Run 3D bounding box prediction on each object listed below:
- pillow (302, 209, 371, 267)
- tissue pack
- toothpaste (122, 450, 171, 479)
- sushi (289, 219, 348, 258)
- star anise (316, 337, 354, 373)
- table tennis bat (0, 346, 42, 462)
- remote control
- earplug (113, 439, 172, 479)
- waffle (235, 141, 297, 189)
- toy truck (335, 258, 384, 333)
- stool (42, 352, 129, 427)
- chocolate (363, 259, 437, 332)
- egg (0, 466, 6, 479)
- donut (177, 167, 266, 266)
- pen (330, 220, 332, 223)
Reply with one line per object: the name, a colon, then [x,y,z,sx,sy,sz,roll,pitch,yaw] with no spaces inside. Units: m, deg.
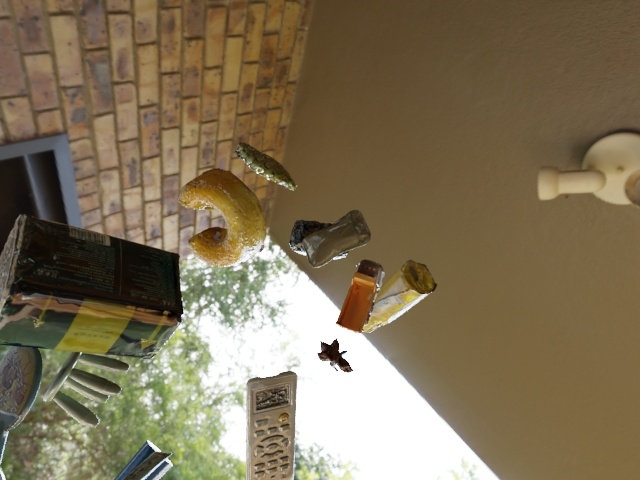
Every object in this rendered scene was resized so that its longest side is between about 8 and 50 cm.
pillow: [0.048,-0.004,1.506,0.033,0.217,0.130,43,21,-59]
tissue pack: [-0.589,0.132,1.243,0.253,0.416,0.264,-49,-136,29]
toothpaste: [-0.511,0.661,1.361,0.062,0.239,0.039,-4,-84,16]
sushi: [0.000,0.000,1.748,0.224,0.124,0.127,7,-102,18]
star anise: [0.067,0.586,2.423,0.111,0.196,0.212,-39,-115,15]
table tennis bat: [-0.881,0.456,1.366,0.215,0.044,0.329,-2,-110,28]
remote control: [-0.112,0.417,1.040,0.055,0.109,0.313,-140,-131,-60]
earplug: [-0.674,0.867,1.708,0.132,0.273,0.132,35,-26,20]
waffle: [-0.172,-0.235,1.513,0.054,0.207,0.214,-55,-135,14]
toy truck: [0.151,0.209,1.792,0.114,0.271,0.135,18,-15,16]
stool: [-0.786,0.485,1.617,0.198,0.195,0.195,35,7,-16]
chocolate: [0.301,0.270,2.044,0.162,0.162,0.445,54,-44,17]
egg: [-0.685,0.456,0.889,0.209,0.151,0.151,35,-44,14]
donut: [-0.429,-0.083,2.084,0.377,0.163,0.436,4,-71,28]
pen: [0.047,-0.010,2.157,0.026,0.026,0.218,41,-31,31]
